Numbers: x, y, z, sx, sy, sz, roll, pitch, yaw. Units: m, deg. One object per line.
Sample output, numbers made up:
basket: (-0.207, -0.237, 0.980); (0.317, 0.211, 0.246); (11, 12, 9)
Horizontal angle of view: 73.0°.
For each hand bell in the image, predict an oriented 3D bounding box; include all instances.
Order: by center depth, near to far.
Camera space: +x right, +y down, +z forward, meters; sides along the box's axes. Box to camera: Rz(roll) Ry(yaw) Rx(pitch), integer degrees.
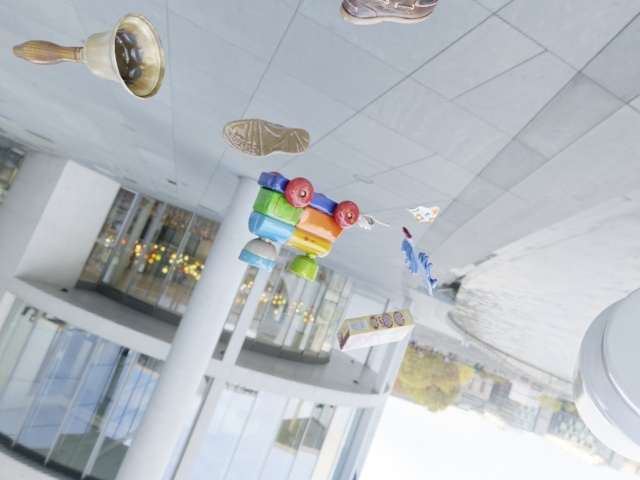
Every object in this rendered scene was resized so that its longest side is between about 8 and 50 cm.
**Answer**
hand bell: (-0.397, -0.302, 0.706); (0.242, 0.126, 0.126); (7, 170, 13)

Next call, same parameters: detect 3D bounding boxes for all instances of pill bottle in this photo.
pill bottle: (0.460, 0.187, 0.574); (0.210, 0.210, 0.363); (17, 165, 33)

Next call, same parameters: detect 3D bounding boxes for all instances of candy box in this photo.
candy box: (0.147, 0.242, 1.166); (0.187, 0.053, 0.109); (-8, 147, -17)

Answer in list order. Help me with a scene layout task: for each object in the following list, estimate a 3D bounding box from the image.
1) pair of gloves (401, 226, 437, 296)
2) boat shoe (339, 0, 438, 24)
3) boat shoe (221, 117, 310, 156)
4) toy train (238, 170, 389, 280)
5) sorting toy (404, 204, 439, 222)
pair of gloves: (0.265, 0.063, 1.182); (0.198, 0.023, 0.159); (-115, 4, -45)
boat shoe: (0.133, -0.427, 0.754); (0.073, 0.207, 0.073); (61, 152, 14)
boat shoe: (-0.168, -0.303, 1.282); (0.286, 0.104, 0.089); (-1, -158, -39)
toy train: (0.000, 0.000, 0.673); (0.248, 0.143, 0.105); (22, -179, -34)
sorting toy: (0.282, -0.083, 1.239); (0.075, 0.044, 0.083); (21, 164, -40)
